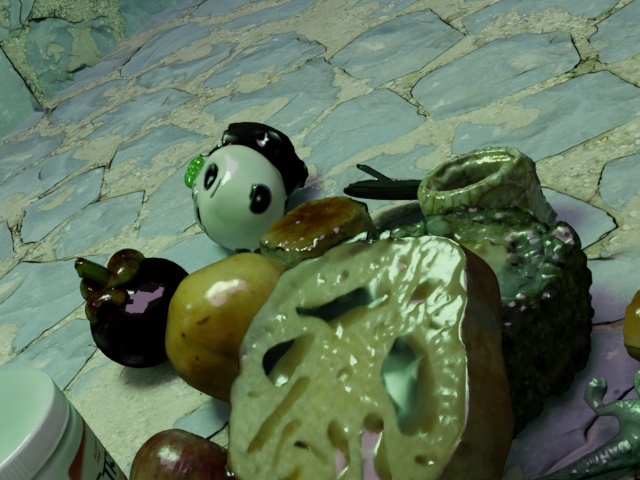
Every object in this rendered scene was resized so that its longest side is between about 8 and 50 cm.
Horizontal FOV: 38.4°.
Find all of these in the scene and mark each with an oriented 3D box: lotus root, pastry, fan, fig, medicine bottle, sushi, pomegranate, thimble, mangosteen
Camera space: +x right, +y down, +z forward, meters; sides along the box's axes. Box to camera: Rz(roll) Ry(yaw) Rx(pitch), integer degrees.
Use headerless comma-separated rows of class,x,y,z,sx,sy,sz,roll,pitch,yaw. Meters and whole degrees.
lotus root,0.050,0.160,1.006,0.375,0.111,0.390,-54,38,10
pastry,0.000,0.000,1.575,0.192,0.093,0.182,-34,27,-28
fan,0.111,-0.089,1.527,0.294,0.012,0.223,7,-8,-36
fig,-0.170,0.350,1.136,0.160,0.231,0.143,2,-4,40
medicine bottle,-0.396,0.335,1.195,0.252,0.241,0.252,-20,30,12
sushi,0.180,0.086,1.199,0.351,0.178,0.294,11,44,47
pomegranate,-0.119,0.129,1.336,0.233,0.233,0.233,-20,29,12
thimble,0.255,-0.053,1.400,0.190,0.144,0.137,-17,29,15
mangosteen,-0.307,0.100,1.522,0.194,0.230,0.194,-31,23,15

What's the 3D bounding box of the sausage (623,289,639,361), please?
sausage,0.500,0.096,0.998,0.328,0.112,0.112,-1,37,35

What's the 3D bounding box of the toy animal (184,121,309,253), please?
toy animal,-0.156,-0.103,1.764,0.212,0.213,0.267,-13,24,23

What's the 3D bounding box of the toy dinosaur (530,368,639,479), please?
toy dinosaur,0.324,0.197,1.014,0.383,0.076,0.129,-27,31,22
